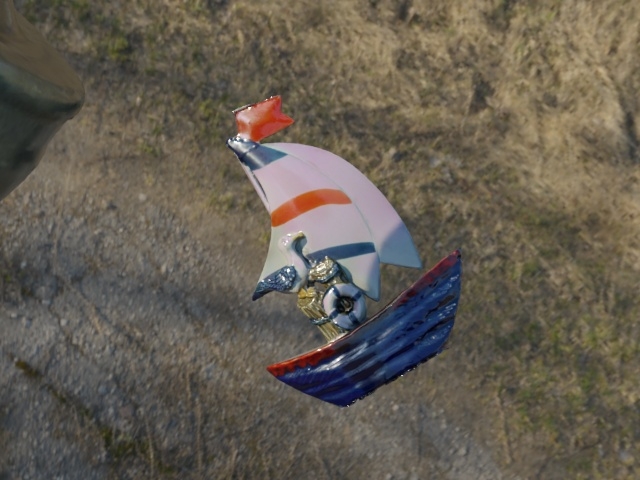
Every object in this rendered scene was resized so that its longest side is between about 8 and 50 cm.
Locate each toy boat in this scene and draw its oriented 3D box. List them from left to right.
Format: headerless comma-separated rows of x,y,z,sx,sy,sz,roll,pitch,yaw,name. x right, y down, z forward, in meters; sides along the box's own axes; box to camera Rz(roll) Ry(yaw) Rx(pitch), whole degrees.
0.029,0.006,0.831,0.219,0.072,0.318,-8,89,12,toy boat

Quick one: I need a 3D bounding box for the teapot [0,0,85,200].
-0.282,-0.081,0.352,0.239,0.239,0.321,-48,60,4,teapot
